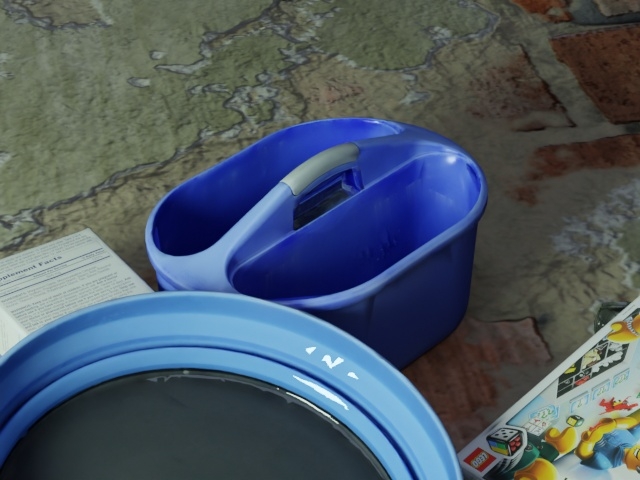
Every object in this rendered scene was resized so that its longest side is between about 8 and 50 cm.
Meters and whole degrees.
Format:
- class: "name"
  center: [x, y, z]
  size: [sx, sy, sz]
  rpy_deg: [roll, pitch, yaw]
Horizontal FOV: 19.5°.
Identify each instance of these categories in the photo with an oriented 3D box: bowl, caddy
- class: "bowl"
  center: [-0.085, 0.202, 1.413]
  size: [0.391, 0.077, 0.391]
  rpy_deg: [6, 44, -6]
- class: "caddy"
  center: [0.000, 0.000, 1.693]
  size: [0.241, 0.179, 0.341]
  rpy_deg: [25, 41, 34]

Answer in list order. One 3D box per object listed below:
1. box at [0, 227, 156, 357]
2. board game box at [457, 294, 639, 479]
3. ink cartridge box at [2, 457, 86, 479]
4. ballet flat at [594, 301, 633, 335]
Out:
- class: "box"
  center: [-0.226, 0.066, 1.648]
  size: [0.126, 0.072, 0.137]
  rpy_deg: [-21, 40, -27]
- class: "board game box"
  center: [0.278, 0.156, 1.531]
  size: [0.193, 0.053, 0.305]
  rpy_deg: [30, 52, 34]
- class: "ink cartridge box"
  center: [-0.282, 0.203, 1.489]
  size: [0.198, 0.067, 0.115]
  rpy_deg: [-24, 42, -29]
- class: "ballet flat"
  center: [0.335, 0.086, 1.694]
  size: [0.173, 0.049, 0.057]
  rpy_deg: [5, -9, 5]
